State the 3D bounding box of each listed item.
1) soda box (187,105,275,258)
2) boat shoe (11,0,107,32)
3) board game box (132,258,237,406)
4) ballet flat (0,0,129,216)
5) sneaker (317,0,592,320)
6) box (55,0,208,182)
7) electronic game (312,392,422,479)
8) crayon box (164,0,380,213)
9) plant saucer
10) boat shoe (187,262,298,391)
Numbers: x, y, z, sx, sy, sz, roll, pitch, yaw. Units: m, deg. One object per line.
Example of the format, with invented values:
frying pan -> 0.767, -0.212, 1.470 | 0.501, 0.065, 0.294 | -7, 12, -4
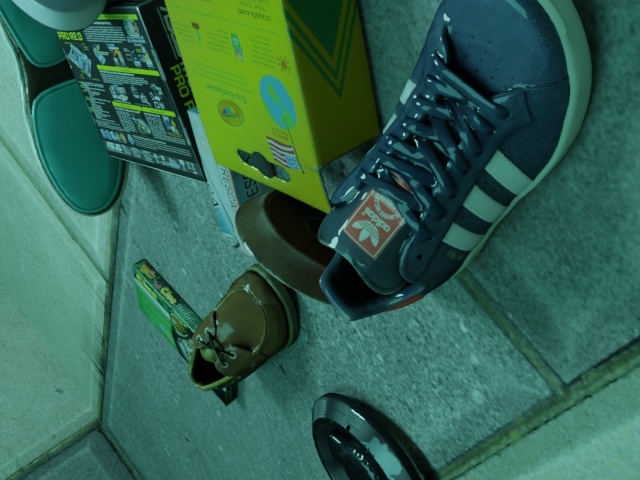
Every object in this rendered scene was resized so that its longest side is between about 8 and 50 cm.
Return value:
soda box -> -0.091, -0.074, 1.019 | 0.063, 0.058, 0.183 | 29, 142, 42
boat shoe -> -0.372, -0.352, 1.059 | 0.367, 0.135, 0.156 | 50, 149, 15
board game box -> -0.232, 0.156, 1.531 | 0.259, 0.030, 0.136 | 43, 152, 25
ballet flat -> -0.367, -0.233, 1.256 | 0.139, 0.139, 0.400 | 14, 126, 53
sneaker -> 0.078, -0.046, 0.669 | 0.131, 0.148, 0.350 | 45, 151, 22
box -> -0.221, -0.195, 1.102 | 0.270, 0.060, 0.216 | 17, 133, 51
electronic game -> 0.065, 0.299, 1.171 | 0.229, 0.048, 0.229 | 42, 150, 31
crayon box -> -0.056, -0.196, 0.803 | 0.202, 0.081, 0.319 | 28, 140, 44
plant saucer -> 0.000, 0.000, 0.862 | 0.168, 0.168, 0.029 | 44, 121, 24
boat shoe -> -0.115, 0.139, 1.233 | 0.111, 0.104, 0.307 | 49, 152, 15
